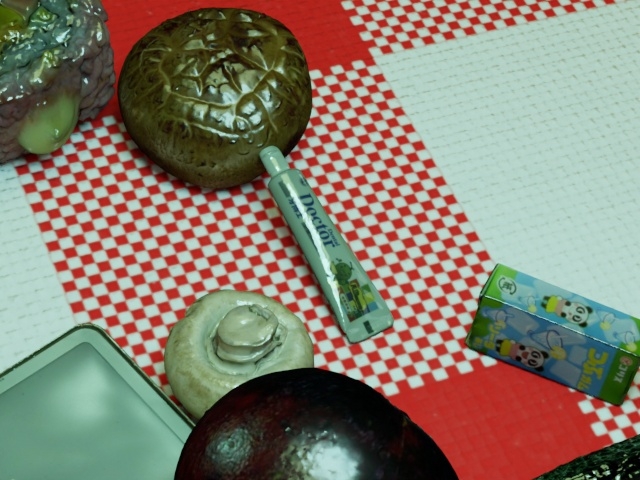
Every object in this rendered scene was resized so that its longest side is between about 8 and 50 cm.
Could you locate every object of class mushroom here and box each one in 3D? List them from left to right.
[{"bbox_3d":[-0.129,-0.185,2.069,0.253,0.153,0.253,-2,54,3],"label":"mushroom"},{"bbox_3d":[-0.089,0.125,1.831,0.166,0.127,0.166,2,44,-2],"label":"mushroom"}]

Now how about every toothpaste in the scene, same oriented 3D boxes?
[{"bbox_3d":[0.000,0.000,1.963,0.067,0.037,0.255,-24,78,-29],"label":"toothpaste"}]

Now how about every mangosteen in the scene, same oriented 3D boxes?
[{"bbox_3d":[-0.016,0.272,1.626,0.300,0.300,0.300,4,51,-5],"label":"mangosteen"}]

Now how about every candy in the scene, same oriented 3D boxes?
[{"bbox_3d":[0.269,0.107,1.914,0.194,0.097,0.062,22,48,9],"label":"candy"}]

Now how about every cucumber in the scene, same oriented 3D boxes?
[{"bbox_3d":[0.298,0.262,1.806,0.241,0.074,0.074,-17,55,-20],"label":"cucumber"}]

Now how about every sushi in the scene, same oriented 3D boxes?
[{"bbox_3d":[-0.379,-0.197,2.028,0.270,0.171,0.236,-36,64,-28],"label":"sushi"}]

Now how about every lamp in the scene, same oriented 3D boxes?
[{"bbox_3d":[-0.265,0.238,1.765,0.269,0.047,0.266,-33,61,-29],"label":"lamp"}]
